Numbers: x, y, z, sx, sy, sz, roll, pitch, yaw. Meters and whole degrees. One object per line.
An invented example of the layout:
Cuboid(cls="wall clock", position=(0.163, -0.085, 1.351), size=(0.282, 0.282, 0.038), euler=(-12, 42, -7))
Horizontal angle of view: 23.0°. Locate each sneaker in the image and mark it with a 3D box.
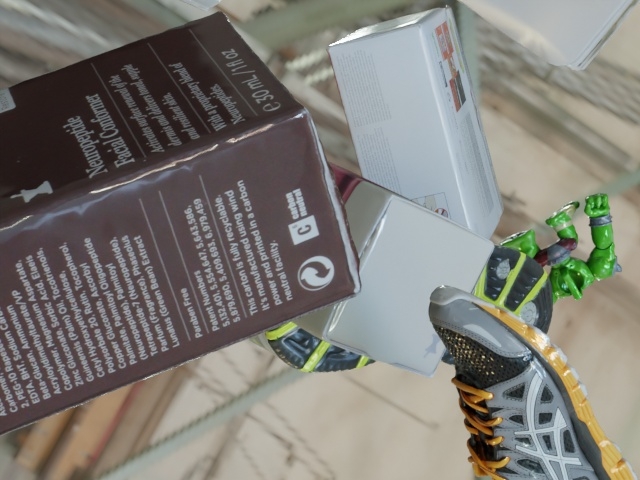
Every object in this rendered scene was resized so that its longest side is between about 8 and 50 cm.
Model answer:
Cuboid(cls="sneaker", position=(0.127, 0.118, 1.008), size=(0.083, 0.215, 0.084), euler=(-41, -158, -11))
Cuboid(cls="sneaker", position=(0.086, 0.061, 1.713), size=(0.147, 0.385, 0.145), euler=(17, -78, 58))

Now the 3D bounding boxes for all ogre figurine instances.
Cuboid(cls="ogre figurine", position=(0.333, 0.026, 2.215), size=(0.197, 0.118, 0.097), euler=(-30, -176, -6))

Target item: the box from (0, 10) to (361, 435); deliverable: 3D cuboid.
Cuboid(cls="box", position=(-0.192, 0.006, 0.949), size=(0.381, 0.143, 0.191), euler=(-23, -149, -9))

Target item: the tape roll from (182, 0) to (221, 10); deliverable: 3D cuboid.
Cuboid(cls="tape roll", position=(-0.168, -0.422, 1.899), size=(0.246, 0.169, 0.246), euler=(-45, -146, 43))

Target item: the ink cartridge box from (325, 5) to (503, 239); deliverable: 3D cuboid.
Cuboid(cls="ink cartridge box", position=(0.135, -0.139, 2.088), size=(0.130, 0.309, 0.272), euler=(-12, -170, 17))

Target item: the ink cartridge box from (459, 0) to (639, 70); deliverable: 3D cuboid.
Cuboid(cls="ink cartridge box", position=(0.167, -0.300, 1.096), size=(0.307, 0.223, 0.129), euler=(-57, -178, -38))

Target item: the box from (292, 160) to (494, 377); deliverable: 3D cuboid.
Cuboid(cls="box", position=(0.000, 0.000, 1.307), size=(0.232, 0.149, 0.126), euler=(28, -87, 43))
